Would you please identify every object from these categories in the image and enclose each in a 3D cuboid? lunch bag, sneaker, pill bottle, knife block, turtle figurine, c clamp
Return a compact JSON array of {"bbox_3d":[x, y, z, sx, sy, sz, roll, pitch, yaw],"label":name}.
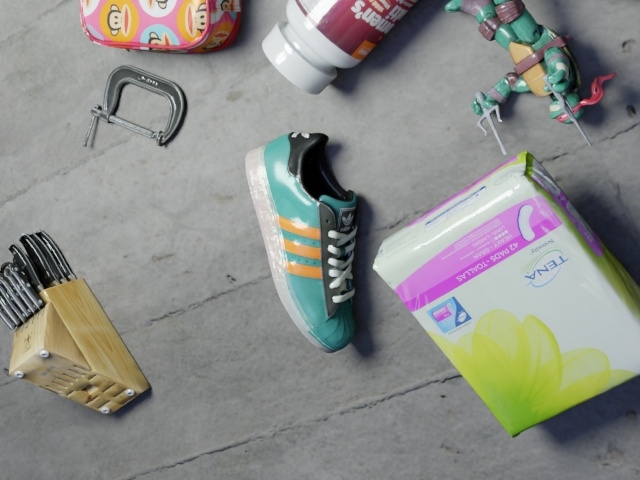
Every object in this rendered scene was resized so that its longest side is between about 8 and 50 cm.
[{"bbox_3d":[-0.236,-0.403,1.146,0.258,0.120,0.293,8,104,22],"label":"lunch bag"},{"bbox_3d":[0.000,0.000,1.133,0.121,0.108,0.302,-19,91,29],"label":"sneaker"},{"bbox_3d":[0.035,-0.294,1.053,0.121,0.121,0.221,49,114,7],"label":"pill bottle"},{"bbox_3d":[-0.403,0.121,1.351,0.088,0.242,0.275,-34,131,26],"label":"knife block"},{"bbox_3d":[0.241,-0.204,0.993,0.234,0.118,0.175,58,155,1],"label":"turtle figurine"},{"bbox_3d":[-0.276,-0.188,1.262,0.160,0.022,0.137,17,101,20],"label":"c clamp"}]

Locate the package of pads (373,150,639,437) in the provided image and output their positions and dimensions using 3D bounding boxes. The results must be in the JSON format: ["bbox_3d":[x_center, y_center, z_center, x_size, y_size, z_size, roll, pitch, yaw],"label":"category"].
[{"bbox_3d":[0.244,0.067,1.015,0.229,0.101,0.296,-34,104,26],"label":"package of pads"}]
